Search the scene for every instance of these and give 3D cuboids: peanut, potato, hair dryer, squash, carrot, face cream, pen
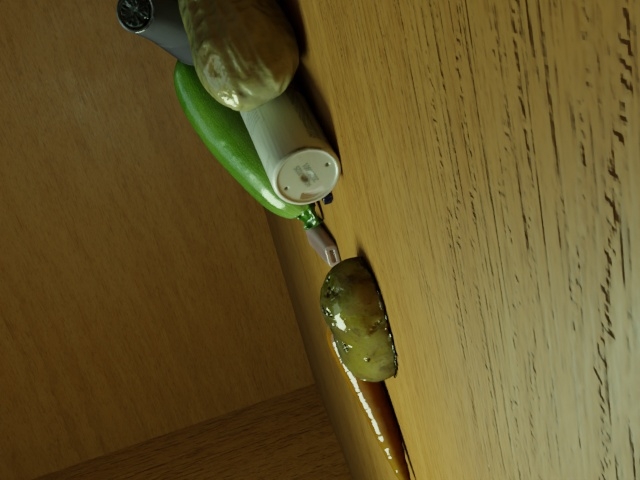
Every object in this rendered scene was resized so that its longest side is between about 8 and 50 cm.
[{"bbox_3d":[-0.118,-0.309,1.011,0.152,0.152,0.313,84,167,-61],"label":"peanut"},{"bbox_3d":[0.048,0.122,1.046,0.164,0.081,0.200,-117,9,-52],"label":"potato"},{"bbox_3d":[-0.207,-0.464,1.137,0.301,0.121,0.361,-27,-55,-73],"label":"hair dryer"},{"bbox_3d":[-0.139,-0.172,1.315,0.395,0.107,0.107,50,174,-1],"label":"squash"},{"bbox_3d":[0.080,0.256,1.214,0.069,0.069,0.336,105,144,-78],"label":"carrot"},{"bbox_3d":[-0.067,-0.191,1.076,0.345,0.102,0.102,-114,9,-45],"label":"face cream"},{"bbox_3d":[0.000,0.000,1.343,0.197,0.032,0.053,-130,22,-67],"label":"pen"}]

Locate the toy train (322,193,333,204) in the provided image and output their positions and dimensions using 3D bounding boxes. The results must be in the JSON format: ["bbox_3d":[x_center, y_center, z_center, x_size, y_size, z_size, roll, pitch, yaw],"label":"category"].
[{"bbox_3d":[0.000,-0.091,1.149,0.017,0.017,0.083,83,168,-48],"label":"toy train"}]
